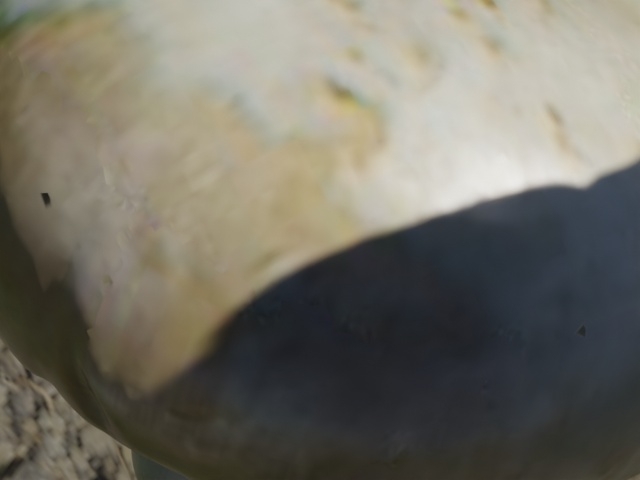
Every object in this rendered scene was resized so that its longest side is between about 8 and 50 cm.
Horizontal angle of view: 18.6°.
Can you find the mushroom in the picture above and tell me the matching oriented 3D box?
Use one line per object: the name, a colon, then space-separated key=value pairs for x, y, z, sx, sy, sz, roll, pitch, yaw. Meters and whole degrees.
mushroom: x=0.000 y=0.000 z=0.545 sx=0.243 sy=0.243 sz=0.244 roll=1 pitch=80 yaw=-4
